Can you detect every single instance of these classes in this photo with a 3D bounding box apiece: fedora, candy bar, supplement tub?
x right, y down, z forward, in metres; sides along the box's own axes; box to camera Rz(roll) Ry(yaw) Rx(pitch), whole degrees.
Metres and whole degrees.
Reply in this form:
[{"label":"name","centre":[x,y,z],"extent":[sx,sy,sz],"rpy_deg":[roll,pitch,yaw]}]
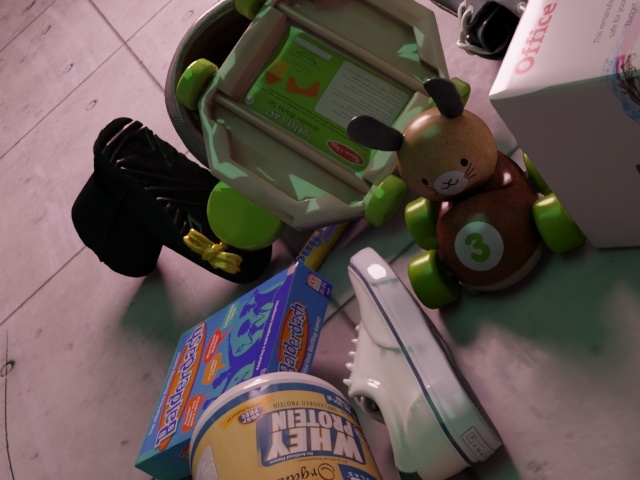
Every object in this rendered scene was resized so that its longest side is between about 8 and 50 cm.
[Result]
[{"label":"fedora","centre":[-0.035,-0.174,1.230],"extent":[0.276,0.124,0.243],"rpy_deg":[-19,79,8]},{"label":"candy bar","centre":[0.000,0.000,1.138],"extent":[0.040,0.018,0.161],"rpy_deg":[13,63,51]},{"label":"supplement tub","centre":[-0.017,0.212,0.810],"extent":[0.144,0.144,0.199],"rpy_deg":[-38,34,8]}]

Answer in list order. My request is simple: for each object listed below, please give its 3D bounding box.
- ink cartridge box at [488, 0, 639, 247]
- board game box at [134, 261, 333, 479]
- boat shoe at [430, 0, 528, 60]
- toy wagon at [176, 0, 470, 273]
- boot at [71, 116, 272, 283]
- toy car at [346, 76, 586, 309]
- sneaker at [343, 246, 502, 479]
[{"label":"ink cartridge box","centre":[0.309,-0.132,0.804],"extent":[0.270,0.197,0.198],"rpy_deg":[-4,51,43]},{"label":"board game box","centre":[-0.084,0.129,1.011],"extent":[0.210,0.047,0.160],"rpy_deg":[-33,32,44]},{"label":"boat shoe","centre":[0.185,-0.246,1.131],"extent":[0.099,0.116,0.319],"rpy_deg":[-44,39,-8]},{"label":"toy wagon","centre":[-0.021,-0.119,1.119],"extent":[0.267,0.068,0.344],"rpy_deg":[33,89,15]},{"label":"boot","centre":[-0.180,-0.010,1.248],"extent":[0.094,0.246,0.207],"rpy_deg":[-49,-3,-32]},{"label":"toy car","centre":[0.115,-0.058,0.929],"extent":[0.155,0.188,0.149],"rpy_deg":[-26,37,24]},{"label":"sneaker","centre":[0.058,0.100,0.901],"extent":[0.091,0.094,0.258],"rpy_deg":[-34,35,6]}]
